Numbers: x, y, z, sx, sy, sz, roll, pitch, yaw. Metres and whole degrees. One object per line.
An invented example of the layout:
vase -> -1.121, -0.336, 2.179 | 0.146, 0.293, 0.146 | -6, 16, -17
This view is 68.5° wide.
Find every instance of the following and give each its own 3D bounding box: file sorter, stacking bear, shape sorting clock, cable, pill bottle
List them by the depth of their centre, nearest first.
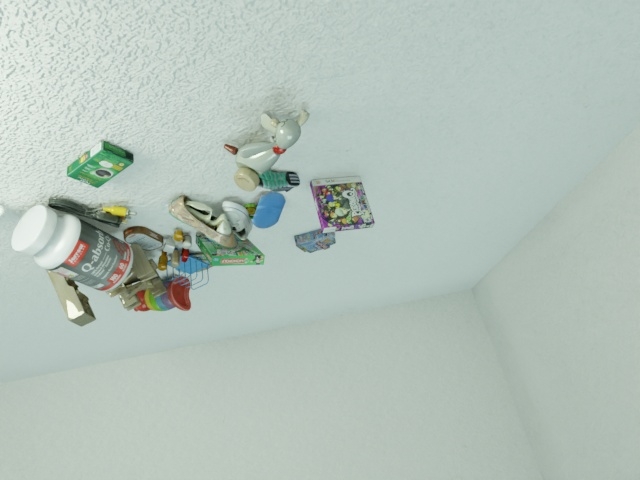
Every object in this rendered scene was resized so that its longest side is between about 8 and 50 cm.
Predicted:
pill bottle -> -0.886, 0.032, 1.699 | 0.210, 0.210, 0.363 | -23, 146, 19
cable -> -0.823, -0.111, 1.704 | 0.287, 0.072, 0.139 | 17, 160, -29
file sorter -> -0.617, 0.149, 2.188 | 0.118, 0.104, 0.170 | -25, 149, 20
shape sorting clock -> -0.604, 0.116, 2.288 | 0.206, 0.040, 0.206 | -11, 156, -5
stacking bear -> -0.838, 0.296, 2.427 | 0.289, 0.175, 0.164 | -14, 159, 18

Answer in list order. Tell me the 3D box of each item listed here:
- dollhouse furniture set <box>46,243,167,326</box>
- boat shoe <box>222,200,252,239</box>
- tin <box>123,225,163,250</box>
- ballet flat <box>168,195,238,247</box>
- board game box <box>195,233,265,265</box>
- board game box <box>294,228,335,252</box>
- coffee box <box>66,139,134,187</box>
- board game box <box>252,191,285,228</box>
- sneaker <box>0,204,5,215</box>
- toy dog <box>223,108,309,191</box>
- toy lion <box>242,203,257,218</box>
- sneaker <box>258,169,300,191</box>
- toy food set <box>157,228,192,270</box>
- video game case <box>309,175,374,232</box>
dollhouse furniture set -> -0.925, 0.160, 2.054 | 0.394, 0.256, 0.362 | -28, 167, -16
boat shoe -> -0.339, -0.076, 1.934 | 0.095, 0.084, 0.258 | 5, 159, 15
tin -> -0.736, -0.007, 1.963 | 0.106, 0.040, 0.190 | -24, 154, 13
ballet flat -> -0.430, -0.072, 1.822 | 0.316, 0.107, 0.106 | 31, 120, -32
board game box -> -0.385, 0.034, 1.970 | 0.214, 0.046, 0.317 | 1, -164, -26
board game box -> 0.000, 0.000, 2.334 | 0.194, 0.060, 0.194 | -21, 155, 17
coffee box -> -0.694, -0.238, 1.479 | 0.184, 0.040, 0.113 | -27, 152, 25
board game box -> -0.218, -0.130, 1.928 | 0.133, 0.033, 0.168 | 1, 120, -44
sneaker -> -1.126, -0.089, 1.576 | 0.158, 0.061, 0.065 | -14, -177, 3
toy dog -> -0.196, -0.302, 1.468 | 0.161, 0.220, 0.334 | 34, 128, -17
toy lion -> -0.285, -0.120, 1.964 | 0.096, 0.034, 0.100 | 5, 151, -22
sneaker -> -0.189, -0.211, 1.759 | 0.224, 0.083, 0.098 | 3, 156, -34
toy food set -> -0.631, 0.028, 2.059 | 0.111, 0.104, 0.232 | 15, 127, -25
video game case -> 0.084, -0.146, 1.856 | 0.210, 0.232, 0.041 | -6, 152, -14
